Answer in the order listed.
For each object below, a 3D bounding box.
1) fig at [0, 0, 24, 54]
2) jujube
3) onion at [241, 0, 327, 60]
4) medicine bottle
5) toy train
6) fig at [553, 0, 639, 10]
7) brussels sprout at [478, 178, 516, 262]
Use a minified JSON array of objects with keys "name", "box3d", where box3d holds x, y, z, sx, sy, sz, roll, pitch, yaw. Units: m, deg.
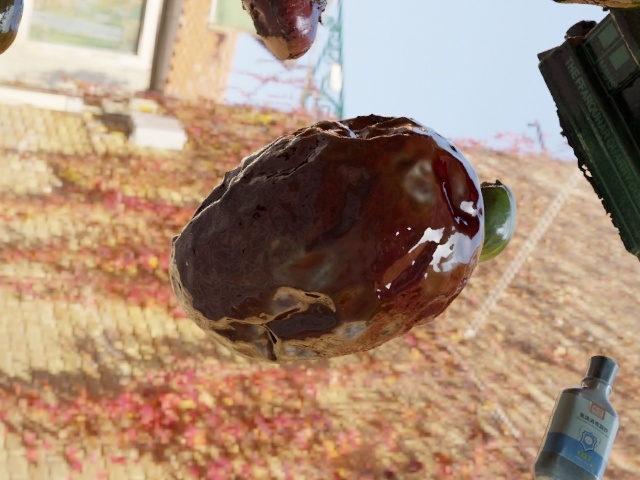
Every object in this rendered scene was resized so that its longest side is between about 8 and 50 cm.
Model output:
[{"name":"fig","box3d":[-0.438,-0.317,1.398,0.154,0.109,0.103,-45,176,11]},{"name":"jujube","box3d":[0.000,0.001,1.223,0.377,0.276,0.276,-24,-118,41]},{"name":"onion","box3d":[-0.059,-0.427,1.951,0.184,0.147,0.184,56,-20,32]},{"name":"medicine bottle","box3d":[0.347,0.244,1.384,0.208,0.090,0.054,-60,-178,-34]},{"name":"toy train","box3d":[0.395,-0.141,1.253,0.178,0.138,0.330,-49,-121,56]},{"name":"fig","box3d":[0.232,-0.230,0.813,0.156,0.123,0.123,-21,-115,40]},{"name":"brussels sprout","box3d":[0.283,-0.032,1.948,0.183,0.131,0.145,-21,-109,52]}]
